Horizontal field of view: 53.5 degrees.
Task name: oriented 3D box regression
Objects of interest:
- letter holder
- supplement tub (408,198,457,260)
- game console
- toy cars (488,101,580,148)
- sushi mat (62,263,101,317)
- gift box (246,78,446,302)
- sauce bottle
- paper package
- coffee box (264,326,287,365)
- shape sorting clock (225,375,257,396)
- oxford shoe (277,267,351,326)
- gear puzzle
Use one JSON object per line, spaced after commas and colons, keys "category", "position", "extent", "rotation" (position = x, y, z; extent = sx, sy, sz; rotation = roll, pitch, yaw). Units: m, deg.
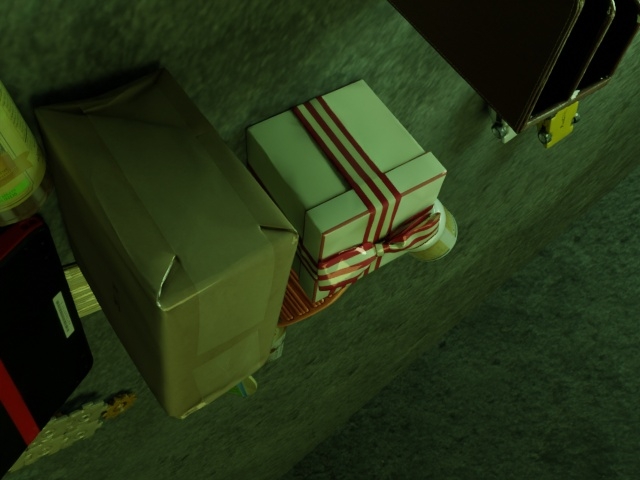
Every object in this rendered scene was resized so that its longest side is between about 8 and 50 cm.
{"category": "letter holder", "position": [0.216, -0.320, 0.738], "extent": [0.152, 0.302, 0.214], "rotation": [-29, 155, -16]}
{"category": "supplement tub", "position": [0.230, -0.036, 1.479], "extent": [0.144, 0.144, 0.199], "rotation": [-40, 156, 11]}
{"category": "game console", "position": [-0.467, 0.195, 0.876], "extent": [0.386, 0.060, 0.342], "rotation": [99, 18, -49]}
{"category": "toy cars", "position": [0.459, -0.299, 1.383], "extent": [0.393, 0.087, 0.176], "rotation": [-4, 136, -46]}
{"category": "sushi mat", "position": [-0.298, 0.047, 1.085], "extent": [0.316, 0.019, 0.151], "rotation": [-22, 154, -29]}
{"category": "gift box", "position": [0.045, -0.062, 1.045], "extent": [0.255, 0.258, 0.276], "rotation": [-29, 154, -14]}
{"category": "sauce bottle", "position": [-0.348, -0.139, 0.562], "extent": [0.111, 0.111, 0.344], "rotation": [-29, 154, -15]}
{"category": "paper package", "position": [-0.195, 0.013, 0.797], "extent": [0.168, 0.309, 0.325], "rotation": [-28, 156, -27]}
{"category": "coffee box", "position": [-0.162, 0.215, 1.477], "extent": [0.141, 0.098, 0.246], "rotation": [-25, 154, -24]}
{"category": "shape sorting clock", "position": [-0.245, 0.310, 1.475], "extent": [0.206, 0.206, 0.040], "rotation": [95, 10, -60]}
{"category": "oxford shoe", "position": [0.037, 0.060, 1.354], "extent": [0.363, 0.130, 0.133], "rotation": [-38, 162, 6]}
{"category": "gear puzzle", "position": [-0.552, 0.396, 1.372], "extent": [0.339, 0.044, 0.175], "rotation": [-18, 149, -41]}
